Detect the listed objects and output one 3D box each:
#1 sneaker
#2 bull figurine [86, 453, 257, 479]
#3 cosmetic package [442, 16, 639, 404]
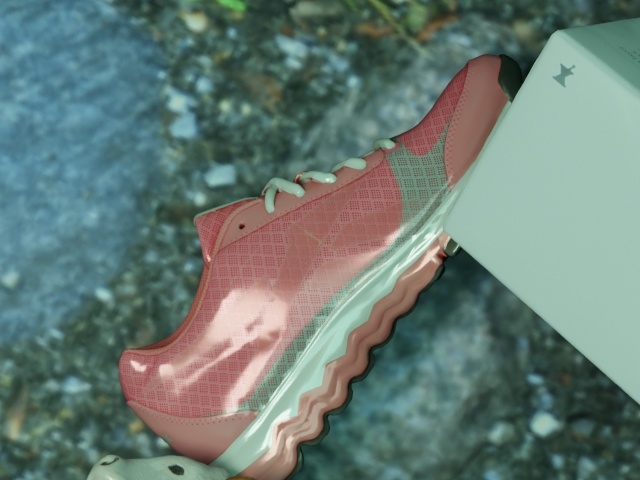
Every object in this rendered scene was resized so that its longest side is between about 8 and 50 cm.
[{"bbox_3d":[0.000,0.000,0.906,0.136,0.116,0.314,36,85,-1],"label":"sneaker"},{"bbox_3d":[-0.073,0.271,0.840,0.188,0.101,0.310,-37,116,-41],"label":"bull figurine"},{"bbox_3d":[0.229,-0.006,0.825,0.224,0.225,0.138,43,123,24],"label":"cosmetic package"}]
